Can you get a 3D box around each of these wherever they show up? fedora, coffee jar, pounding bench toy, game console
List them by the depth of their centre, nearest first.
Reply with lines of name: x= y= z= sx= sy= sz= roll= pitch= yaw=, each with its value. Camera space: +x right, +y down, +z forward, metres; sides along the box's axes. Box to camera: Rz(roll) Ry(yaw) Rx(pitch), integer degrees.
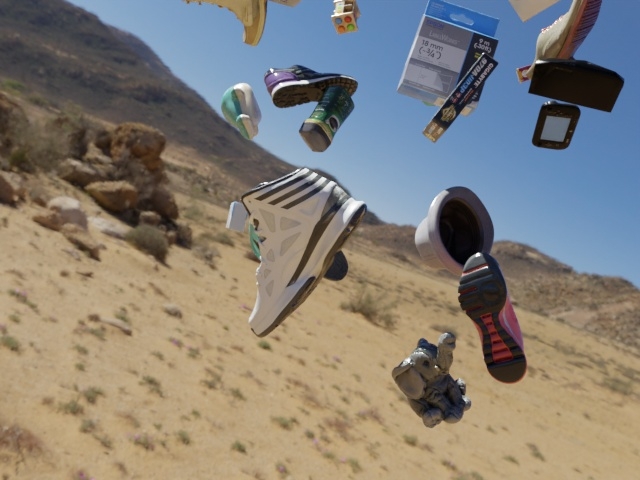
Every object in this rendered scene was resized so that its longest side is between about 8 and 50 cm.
pounding bench toy: x=0.065 y=-0.516 z=1.428 sx=0.052 sy=0.065 sz=0.083 roll=-4 pitch=-31 yaw=20
game console: x=0.657 y=-0.347 z=1.615 sx=0.213 sy=0.044 sz=0.361 roll=19 pitch=-20 yaw=18
coffee jar: x=0.016 y=-0.338 z=1.690 sx=0.079 sy=0.184 sz=0.096 roll=10 pitch=-31 yaw=41
fedora: x=0.365 y=-0.014 z=1.724 sx=0.243 sy=0.275 sz=0.124 roll=49 pitch=-40 yaw=-15

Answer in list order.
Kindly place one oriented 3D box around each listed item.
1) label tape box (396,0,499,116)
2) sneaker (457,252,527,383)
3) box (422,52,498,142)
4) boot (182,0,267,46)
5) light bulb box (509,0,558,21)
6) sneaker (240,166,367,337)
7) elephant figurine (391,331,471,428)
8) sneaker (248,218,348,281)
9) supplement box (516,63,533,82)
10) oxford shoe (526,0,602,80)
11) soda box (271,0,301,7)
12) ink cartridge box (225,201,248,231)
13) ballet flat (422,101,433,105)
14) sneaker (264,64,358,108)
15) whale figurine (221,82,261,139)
label tape box: x=0.402 y=-0.582 z=1.851 sx=0.241 sy=0.333 sz=0.106 roll=19 pitch=-4 yaw=1
sneaker: x=0.418 y=0.185 z=1.471 sx=0.116 sy=0.313 sz=0.136 roll=-16 pitch=-7 yaw=22
box: x=0.364 y=-0.372 z=1.599 sx=0.051 sy=0.220 sz=0.175 roll=38 pitch=-1 yaw=1
boot: x=-0.188 y=-0.468 z=1.176 sx=0.165 sy=0.077 sz=0.213 roll=-4 pitch=-25 yaw=-13
light bulb box: x=0.744 y=-0.981 z=1.979 sx=0.361 sy=0.225 sz=0.358 roll=51 pitch=-19 yaw=-10
sneaker: x=-0.104 y=0.013 z=1.458 sx=0.257 sy=0.447 sz=0.169 roll=38 pitch=26 yaw=7
elephant figurine: x=0.261 y=0.311 z=1.459 sx=0.186 sy=0.239 sz=0.169 roll=-19 pitch=17 yaw=13
sneaker: x=-0.077 y=0.025 z=1.641 sx=0.295 sy=0.123 sz=0.178 roll=36 pitch=-22 yaw=-9
supplement box: x=0.806 y=-0.648 z=2.340 sx=0.083 sy=0.055 sz=0.043 roll=-16 pitch=3 yaw=16
oxford shoe: x=0.692 y=-0.598 z=1.744 sx=0.123 sy=0.348 sz=0.130 roll=-23 pitch=52 yaw=-37
soda box: x=-0.046 y=-0.791 z=1.767 sx=0.098 sy=0.091 sz=0.286 roll=1 pitch=-7 yaw=-35
ink cartridge box: x=-0.267 y=-0.075 z=1.940 sx=0.052 sy=0.088 sz=0.122 roll=13 pitch=-1 yaw=-14
ballet flat: x=0.437 y=-0.590 z=2.139 sx=0.083 sy=0.247 sz=0.087 roll=-1 pitch=29 yaw=-41
sneaker: x=-0.027 y=-0.474 z=1.775 sx=0.283 sy=0.107 sz=0.124 roll=-9 pitch=58 yaw=-27
whale figurine: x=-0.310 y=-0.484 z=2.320 sx=0.272 sy=0.141 sz=0.216 roll=-98 pitch=170 yaw=-48
